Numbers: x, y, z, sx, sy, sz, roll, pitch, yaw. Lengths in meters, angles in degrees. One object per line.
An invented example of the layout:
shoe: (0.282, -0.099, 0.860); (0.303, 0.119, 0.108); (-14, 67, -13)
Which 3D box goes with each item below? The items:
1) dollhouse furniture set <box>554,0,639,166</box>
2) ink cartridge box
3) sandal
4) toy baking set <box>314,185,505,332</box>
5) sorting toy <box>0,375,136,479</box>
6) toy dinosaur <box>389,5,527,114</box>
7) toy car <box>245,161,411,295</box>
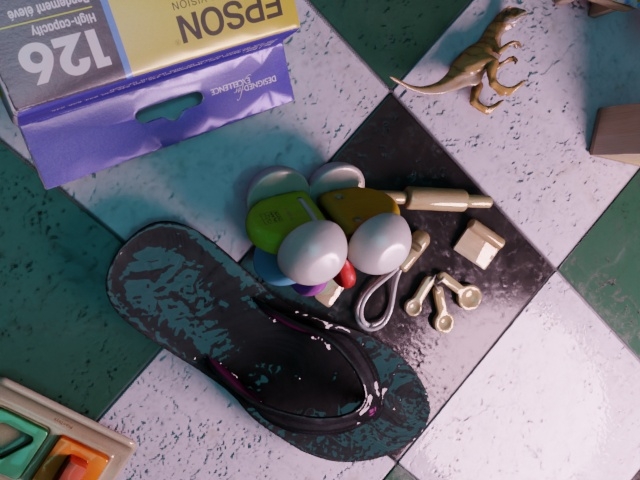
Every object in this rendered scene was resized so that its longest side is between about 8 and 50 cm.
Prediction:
dollhouse furniture set: (0.516, -0.286, 0.742); (0.362, 0.256, 0.393); (9, 95, -18)
ink cartridge box: (-0.173, -0.235, 0.582); (0.304, 0.072, 0.307); (-26, 116, -23)
sandal: (-0.048, 0.144, 0.710); (0.446, 0.107, 0.167); (33, 87, -17)
toy baking set: (0.124, 0.025, 0.786); (0.256, 0.030, 0.196); (6, 96, -17)
sorting toy: (-0.332, 0.274, 0.675); (0.348, 0.047, 0.196); (34, 87, -18)
toy dinosaur: (0.188, -0.211, 0.767); (0.211, 0.064, 0.112); (-41, 88, -17)
toy car: (0.000, 0.000, 0.691); (0.182, 0.159, 0.136); (-8, 132, -27)
